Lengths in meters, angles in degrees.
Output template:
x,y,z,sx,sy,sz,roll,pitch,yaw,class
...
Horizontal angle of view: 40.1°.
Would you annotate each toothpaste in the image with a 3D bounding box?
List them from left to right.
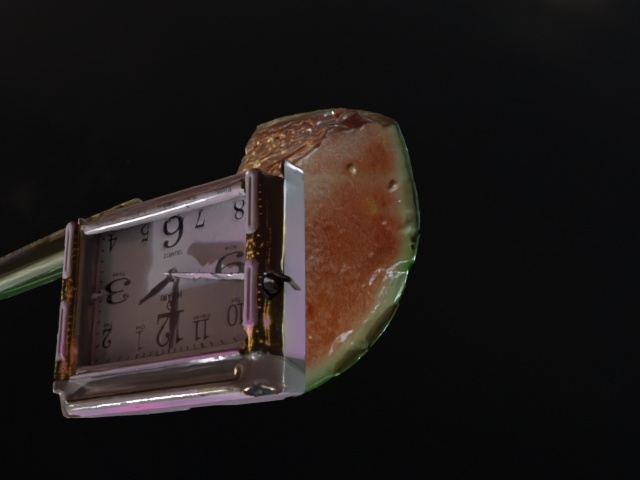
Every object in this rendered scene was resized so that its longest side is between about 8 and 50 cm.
x,y,z,sx,sy,sz,roll,pitch,yaw,class
-0.367,0.026,1.157,0.392,0.061,0.098,-24,-173,-18,toothpaste

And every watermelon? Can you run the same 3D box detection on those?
x,y,z,sx,sy,sz,roll,pitch,yaw,class
0.027,-0.014,1.112,0.222,0.292,0.319,-19,-166,10,watermelon

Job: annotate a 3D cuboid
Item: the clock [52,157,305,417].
x,y,z,sx,sy,sz,roll,pitch,yaw,class
-0.112,0.047,0.729,0.253,0.083,0.187,-12,-111,33,clock
